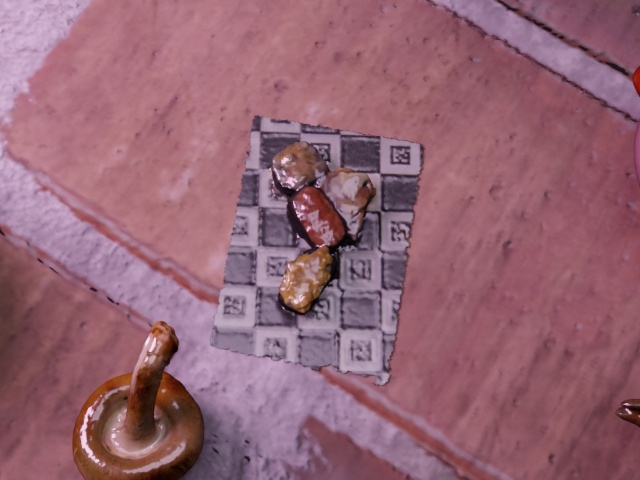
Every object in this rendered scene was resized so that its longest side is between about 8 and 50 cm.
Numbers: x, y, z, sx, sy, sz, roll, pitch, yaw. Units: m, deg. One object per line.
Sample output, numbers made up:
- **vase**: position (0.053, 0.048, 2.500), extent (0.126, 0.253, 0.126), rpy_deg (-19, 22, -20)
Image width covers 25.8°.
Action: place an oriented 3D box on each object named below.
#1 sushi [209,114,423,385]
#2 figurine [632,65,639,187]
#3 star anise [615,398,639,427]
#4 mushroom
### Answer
- **sushi**: position (0.000, 0.000, 1.051), extent (0.139, 0.031, 0.201), rpy_deg (9, 70, -1)
- **figurine**: position (0.313, -0.059, 1.023), extent (0.173, 0.173, 0.173), rpy_deg (1, 71, -4)
- **star anise**: position (0.352, 0.142, 0.999), extent (0.288, 0.088, 0.288), rpy_deg (1, 69, -2)
- **mushroom**: position (-0.118, 0.116, 0.976), extent (0.088, 0.073, 0.129), rpy_deg (29, 105, 21)
